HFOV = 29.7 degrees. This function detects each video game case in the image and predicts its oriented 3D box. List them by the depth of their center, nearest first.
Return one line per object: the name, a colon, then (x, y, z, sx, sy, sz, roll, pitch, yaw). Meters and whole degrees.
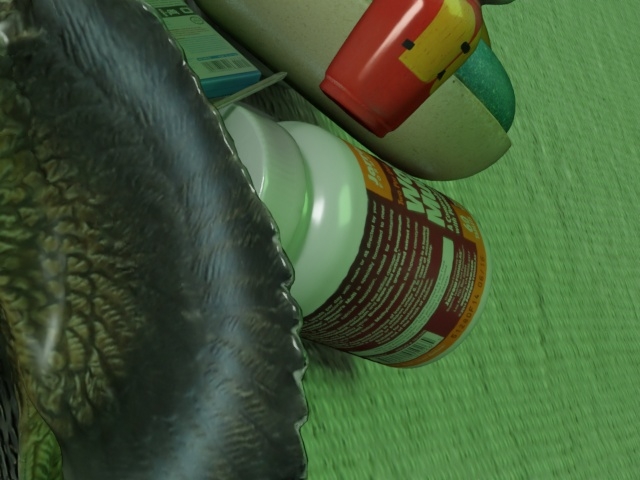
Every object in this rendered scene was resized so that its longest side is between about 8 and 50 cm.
video game case: (-0.124, -0.130, 0.649, 0.166, 0.015, 0.119, 44, 33, 18)

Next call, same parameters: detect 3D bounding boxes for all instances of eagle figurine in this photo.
eagle figurine: (-0.126, -0.011, 0.484, 0.298, 0.225, 0.226, 45, 26, -10)

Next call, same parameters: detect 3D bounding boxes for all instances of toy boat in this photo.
toy boat: (0.043, -0.142, 0.723, 0.267, 0.148, 0.318, 39, 2, -15)

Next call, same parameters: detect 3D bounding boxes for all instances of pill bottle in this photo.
pill bottle: (0.000, 0.000, 0.725, 0.221, 0.121, 0.121, 24, 50, -49)

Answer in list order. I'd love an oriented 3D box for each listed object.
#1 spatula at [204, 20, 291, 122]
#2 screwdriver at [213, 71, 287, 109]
spatula: (-0.084, -0.093, 0.769, 0.242, 0.019, 0.168, 24, 44, -49)
screwdriver: (-0.089, -0.048, 0.621, 0.169, 0.024, 0.025, -23, 94, -17)
